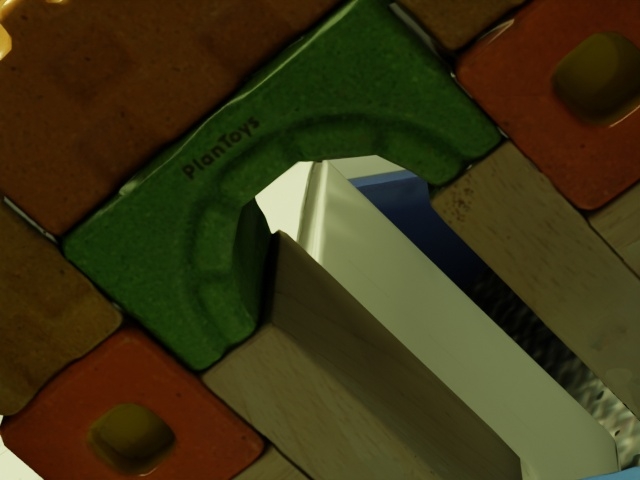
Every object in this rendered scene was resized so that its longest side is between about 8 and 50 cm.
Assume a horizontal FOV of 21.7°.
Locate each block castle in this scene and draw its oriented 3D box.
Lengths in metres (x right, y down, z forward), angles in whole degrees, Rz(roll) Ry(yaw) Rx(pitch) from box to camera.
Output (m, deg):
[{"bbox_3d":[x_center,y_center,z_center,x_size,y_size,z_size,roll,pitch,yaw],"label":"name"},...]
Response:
[{"bbox_3d":[0.006,0.050,0.326,0.453,0.213,0.303,-39,20,19],"label":"block castle"}]

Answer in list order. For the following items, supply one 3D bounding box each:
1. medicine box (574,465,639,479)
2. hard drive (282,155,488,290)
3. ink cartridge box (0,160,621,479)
[{"bbox_3d":[0.135,0.184,0.342,0.263,0.149,0.289,-23,29,47],"label":"medicine box"},{"bbox_3d":[-0.038,0.017,0.812,0.318,0.040,0.210,-11,-23,-36],"label":"hard drive"},{"bbox_3d":[-0.039,0.127,0.704,0.283,0.207,0.117,-34,27,27],"label":"ink cartridge box"}]
